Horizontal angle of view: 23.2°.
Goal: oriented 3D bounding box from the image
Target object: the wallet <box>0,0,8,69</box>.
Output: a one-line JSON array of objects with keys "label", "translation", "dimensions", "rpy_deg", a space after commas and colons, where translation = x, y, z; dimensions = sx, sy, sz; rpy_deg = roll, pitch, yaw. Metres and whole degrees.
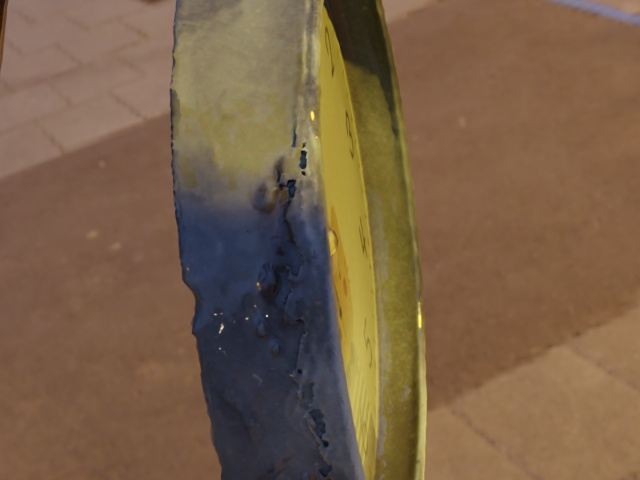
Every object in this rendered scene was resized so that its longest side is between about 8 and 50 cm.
[{"label": "wallet", "translation": [-0.187, 0.003, 0.454], "dimensions": [0.182, 0.229, 0.049], "rpy_deg": [3, 10, -27]}]

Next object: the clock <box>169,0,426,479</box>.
[{"label": "clock", "translation": [0.000, 0.000, 0.530], "dimensions": [0.049, 0.226, 0.226], "rpy_deg": [-4, 24, 9]}]
